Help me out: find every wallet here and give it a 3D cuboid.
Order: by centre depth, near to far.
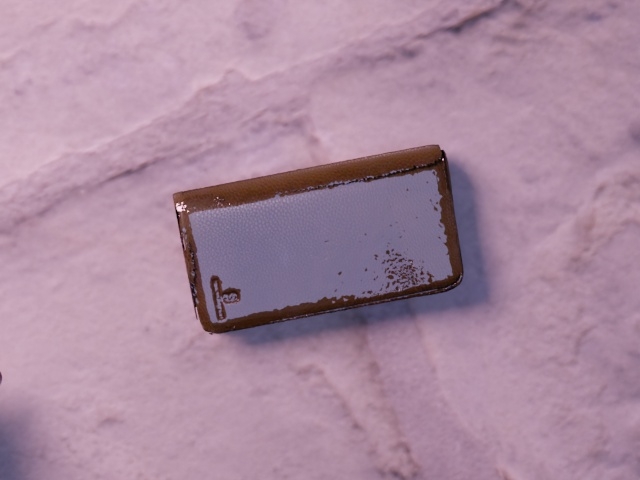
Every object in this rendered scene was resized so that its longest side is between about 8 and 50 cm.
[{"bbox_3d":[0.000,0.000,1.038,0.198,0.031,0.110,-11,102,-6],"label":"wallet"}]

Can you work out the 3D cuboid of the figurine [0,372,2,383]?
[{"bbox_3d":[-0.338,0.177,0.971,0.205,0.103,0.260,21,101,-37],"label":"figurine"}]
